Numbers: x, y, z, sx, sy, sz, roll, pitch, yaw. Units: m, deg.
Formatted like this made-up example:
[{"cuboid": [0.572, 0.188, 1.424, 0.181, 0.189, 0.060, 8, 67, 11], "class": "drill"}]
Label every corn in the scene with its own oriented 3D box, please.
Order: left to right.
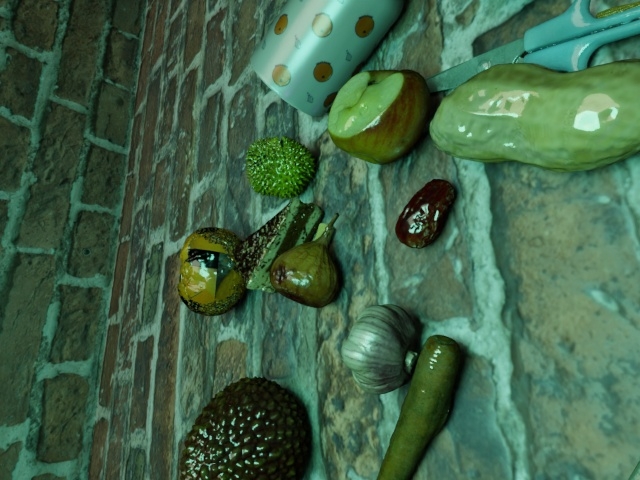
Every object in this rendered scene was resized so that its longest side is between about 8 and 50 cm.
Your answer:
[{"cuboid": [0.414, -0.304, 0.556, 0.083, 0.027, 0.028, 16, 113, 50], "class": "corn"}]

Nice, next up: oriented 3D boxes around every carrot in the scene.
[{"cuboid": [0.145, 0.308, 0.662, 0.070, 0.070, 0.341, 30, 107, 49], "class": "carrot"}]

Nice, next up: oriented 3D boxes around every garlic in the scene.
[{"cuboid": [0.107, 0.176, 0.679, 0.102, 0.159, 0.147, 3, 68, 33], "class": "garlic"}]

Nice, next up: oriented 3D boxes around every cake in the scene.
[{"cuboid": [-0.087, 0.025, 0.972, 0.246, 0.112, 0.134, -35, 58, 34], "class": "cake"}]

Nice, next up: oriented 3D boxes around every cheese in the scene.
[{"cuboid": [0.000, 0.000, 0.938, 0.044, 0.030, 0.083, 37, 110, 50], "class": "cheese"}]

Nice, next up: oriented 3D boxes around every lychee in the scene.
[{"cuboid": [-0.158, 0.411, 0.827, 0.272, 0.272, 0.271, -17, 67, 45], "class": "lychee"}]

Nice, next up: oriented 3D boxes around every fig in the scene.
[{"cuboid": [-0.019, 0.036, 0.884, 0.133, 0.146, 0.200, 85, -158, -79], "class": "fig"}]

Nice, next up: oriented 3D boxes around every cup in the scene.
[{"cuboid": [0.020, -0.462, 0.910, 0.317, 0.213, 0.212, -46, 49, 30], "class": "cup"}]

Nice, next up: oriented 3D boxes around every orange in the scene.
[{"cuboid": [-0.281, 0.081, 1.104, 0.234, 0.183, 0.234, 178, 90, -77], "class": "orange"}]

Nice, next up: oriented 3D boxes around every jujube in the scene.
[{"cuboid": [0.181, -0.046, 0.716, 0.129, 0.077, 0.077, -57, 43, 7], "class": "jujube"}]

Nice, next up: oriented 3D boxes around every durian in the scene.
[{"cuboid": [-0.108, -0.170, 1.011, 0.198, 0.159, 0.145, -14, 70, 48], "class": "durian"}]

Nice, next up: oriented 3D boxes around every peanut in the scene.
[{"cuboid": [0.297, -0.168, 0.569, 0.313, 0.149, 0.149, 23, 97, 49], "class": "peanut"}]

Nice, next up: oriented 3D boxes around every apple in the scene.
[{"cuboid": [0.112, -0.232, 0.776, 0.195, 0.160, 0.173, 27, 104, 47], "class": "apple"}]

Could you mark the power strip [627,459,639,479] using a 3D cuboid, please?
[{"cuboid": [0.414, 0.259, 0.370, 0.216, 0.061, 0.145, 31, 104, 48], "class": "power strip"}]

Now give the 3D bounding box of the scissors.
[{"cuboid": [0.300, -0.287, 0.667, 0.447, 0.029, 0.192, 5, 99, 54], "class": "scissors"}]
